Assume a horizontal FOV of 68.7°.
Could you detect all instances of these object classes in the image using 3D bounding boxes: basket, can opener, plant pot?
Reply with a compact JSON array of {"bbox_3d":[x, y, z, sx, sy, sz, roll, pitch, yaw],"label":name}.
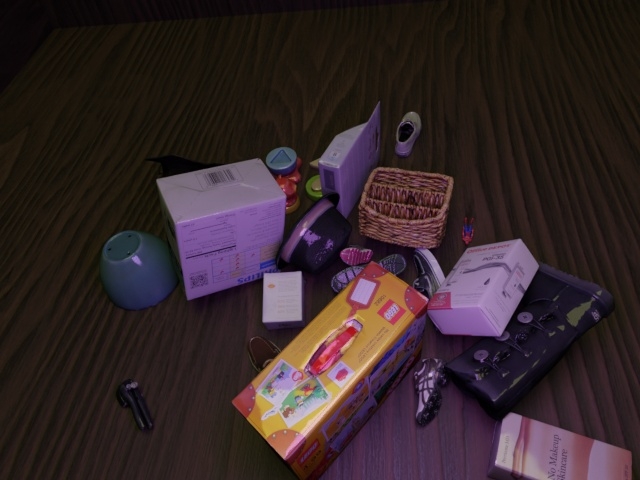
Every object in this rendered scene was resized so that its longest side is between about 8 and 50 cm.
[{"bbox_3d":[0.288,-0.117,1.620,0.299,0.223,0.213,13,24,20],"label":"basket"},{"bbox_3d":[-0.564,0.504,1.437,0.186,0.073,0.059,42,29,28],"label":"can opener"},{"bbox_3d":[-0.668,0.076,1.681,0.290,0.195,0.290,-4,52,5],"label":"plant pot"}]

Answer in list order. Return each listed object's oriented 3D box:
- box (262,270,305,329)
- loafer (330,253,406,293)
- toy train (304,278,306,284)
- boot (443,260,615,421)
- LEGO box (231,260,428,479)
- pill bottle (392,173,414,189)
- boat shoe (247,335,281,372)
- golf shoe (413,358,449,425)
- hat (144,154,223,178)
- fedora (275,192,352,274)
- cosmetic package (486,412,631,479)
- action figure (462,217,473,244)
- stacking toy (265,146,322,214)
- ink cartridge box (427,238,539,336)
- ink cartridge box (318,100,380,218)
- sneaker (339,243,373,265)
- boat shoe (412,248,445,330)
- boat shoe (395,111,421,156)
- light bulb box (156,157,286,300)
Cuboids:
[{"bbox_3d":[-0.119,0.199,1.551,0.130,0.091,0.171,-3,64,5],"label":"box"},{"bbox_3d":[0.165,0.121,1.610,0.267,0.084,0.096,-18,85,-1],"label":"loafer"},{"bbox_3d":[-0.118,0.172,1.631,0.158,0.027,0.036,-22,56,-8],"label":"toy train"},{"bbox_3d":[0.537,0.260,1.348,0.445,0.146,0.367,-41,17,-9],"label":"boot"},{"bbox_3d":[0.052,0.361,1.245,0.193,0.373,0.500,35,65,29],"label":"LEGO box"},{"bbox_3d":[0.344,-0.174,1.769,0.208,0.119,0.119,18,58,21],"label":"pill bottle"},{"bbox_3d":[-0.146,0.380,1.433,0.095,0.095,0.257,-34,56,-17],"label":"boat shoe"},{"bbox_3d":[0.305,0.433,1.353,0.093,0.077,0.198,6,52,40],"label":"golf shoe"},{"bbox_3d":[-0.565,-0.266,1.930,0.331,0.331,0.134,6,91,13],"label":"hat"},{"bbox_3d":[0.000,0.000,1.602,0.152,0.334,0.334,37,64,11],"label":"fedora"},{"bbox_3d":[0.587,0.557,1.168,0.296,0.129,0.153,12,56,18],"label":"cosmetic package"},{"bbox_3d":[0.533,-0.033,1.692,0.038,0.030,0.115,10,57,9],"label":"action figure"},{"bbox_3d":[-0.085,-0.277,1.904,0.279,0.130,0.309,-11,53,0],"label":"stacking toy"},{"bbox_3d":[0.468,0.137,1.359,0.283,0.117,0.207,-47,16,-30],"label":"ink cartridge box"},{"bbox_3d":[0.121,-0.302,1.780,0.091,0.308,0.385,18,57,19],"label":"ink cartridge box"},{"bbox_3d":[0.109,0.047,1.634,0.074,0.063,0.170,20,13,37],"label":"sneaker"},{"bbox_3d":[0.351,0.154,1.533,0.102,0.108,0.301,-15,59,-5],"label":"boat shoe"},{"bbox_3d":[0.374,-0.479,2.016,0.096,0.088,0.268,14,56,19],"label":"boat shoe"},{"bbox_3d":[-0.323,-0.037,1.566,0.357,0.361,0.225,-16,50,-23],"label":"light bulb box"}]
